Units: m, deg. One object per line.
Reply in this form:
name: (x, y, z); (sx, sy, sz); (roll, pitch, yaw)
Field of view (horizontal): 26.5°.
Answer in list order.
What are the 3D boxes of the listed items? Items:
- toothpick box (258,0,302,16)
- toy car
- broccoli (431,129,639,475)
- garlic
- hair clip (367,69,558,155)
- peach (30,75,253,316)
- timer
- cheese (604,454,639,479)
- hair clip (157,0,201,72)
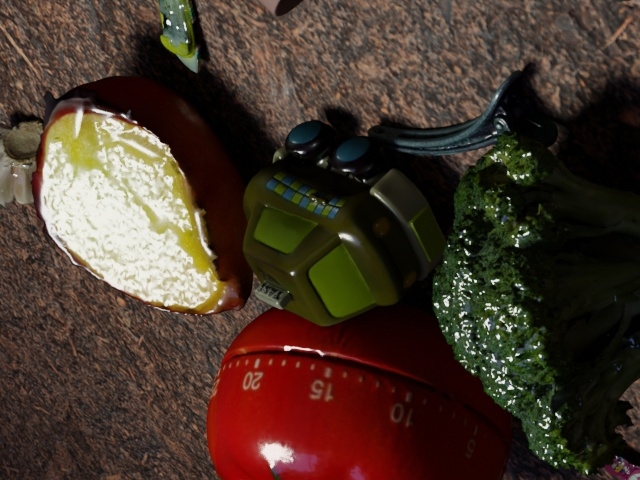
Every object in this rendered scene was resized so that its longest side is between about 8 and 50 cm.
toothpick box: (-0.066, -0.315, 1.394); (0.149, 0.098, 0.098); (44, 151, 5)
toy car: (0.000, 0.000, 1.574); (0.248, 0.198, 0.204); (24, 152, 47)
broccoli: (0.247, 0.051, 1.287); (0.283, 0.303, 0.321); (-13, 147, 20)
garlic: (-0.482, -0.112, 2.182); (0.194, 0.127, 0.131); (79, -177, -68)
hair clip: (0.136, -0.115, 1.437); (0.083, 0.048, 0.275); (51, 152, -17)
peach: (-0.201, -0.063, 1.783); (0.362, 0.201, 0.257); (42, 125, 5)
timer: (0.049, 0.226, 1.689); (0.378, 0.279, 0.378); (14, 156, 6)
cheese: (0.386, 0.292, 1.622); (0.145, 0.038, 0.095); (36, 149, 15)
hair clip: (-0.185, -0.289, 1.647); (0.060, 0.033, 0.188); (26, 148, 35)
